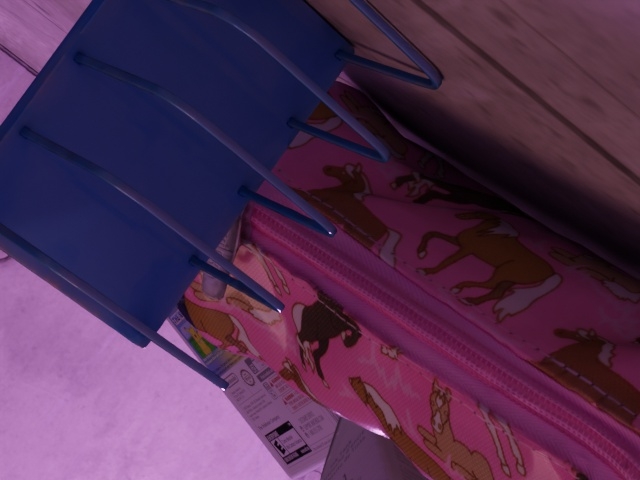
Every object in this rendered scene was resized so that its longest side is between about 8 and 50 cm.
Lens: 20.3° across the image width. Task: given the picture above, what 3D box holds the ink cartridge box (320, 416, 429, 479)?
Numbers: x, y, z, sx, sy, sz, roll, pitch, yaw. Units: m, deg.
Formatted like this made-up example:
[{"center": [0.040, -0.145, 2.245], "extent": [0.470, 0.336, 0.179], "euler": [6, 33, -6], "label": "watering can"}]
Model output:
[{"center": [0.130, 0.230, 1.406], "extent": [0.308, 0.091, 0.385], "euler": [33, -166, -18], "label": "ink cartridge box"}]

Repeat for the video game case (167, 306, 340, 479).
[{"center": [-0.058, 0.076, 1.689], "extent": [0.300, 0.036, 0.329], "euler": [52, 156, 2], "label": "video game case"}]

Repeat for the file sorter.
[{"center": [-0.048, -0.040, 0.756], "extent": [0.118, 0.170, 0.104], "euler": [39, 172, -35], "label": "file sorter"}]

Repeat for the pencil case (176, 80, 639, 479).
[{"center": [0.094, 0.063, 0.821], "extent": [0.386, 0.167, 0.160], "euler": [34, 138, 38], "label": "pencil case"}]
